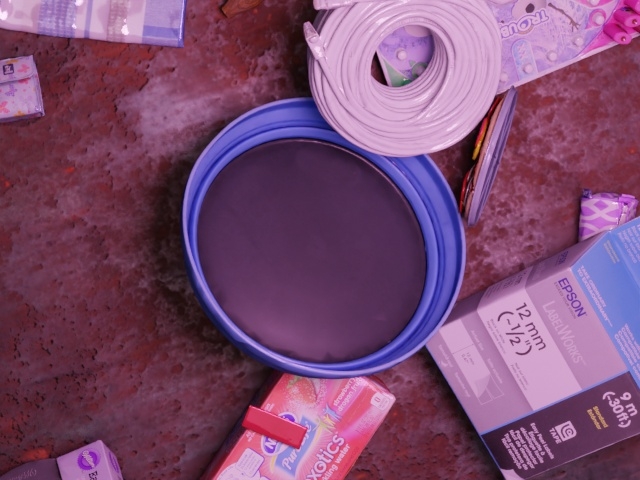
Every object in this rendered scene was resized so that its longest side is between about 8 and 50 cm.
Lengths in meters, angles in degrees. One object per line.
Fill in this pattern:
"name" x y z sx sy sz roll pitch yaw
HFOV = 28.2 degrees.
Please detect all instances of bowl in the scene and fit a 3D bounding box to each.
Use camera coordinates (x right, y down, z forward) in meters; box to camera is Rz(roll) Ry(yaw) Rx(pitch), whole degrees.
"bowl" 0.000 0.000 1.698 0.391 0.077 0.391 7 67 -17

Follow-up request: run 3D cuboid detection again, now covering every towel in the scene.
"towel" -0.319 -0.380 1.743 0.285 0.034 0.209 6 94 -6

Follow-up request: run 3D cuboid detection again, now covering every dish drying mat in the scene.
"dish drying mat" -0.060 0.246 1.679 0.083 0.008 0.032 22 92 -4

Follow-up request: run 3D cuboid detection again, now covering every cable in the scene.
"cable" 0.108 -0.236 1.667 0.257 0.089 0.257 -16 119 -7

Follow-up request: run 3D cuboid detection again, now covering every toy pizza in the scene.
"toy pizza" 0.224 -0.116 1.730 0.032 0.201 0.201 18 92 10

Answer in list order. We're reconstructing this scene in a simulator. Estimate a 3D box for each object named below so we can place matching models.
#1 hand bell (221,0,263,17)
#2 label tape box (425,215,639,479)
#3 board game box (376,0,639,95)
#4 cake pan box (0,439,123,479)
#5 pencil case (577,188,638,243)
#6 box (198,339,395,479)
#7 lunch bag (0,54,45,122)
"hand bell" -0.037 -0.386 1.744 0.242 0.126 0.126 -37 96 10
"label tape box" 0.351 0.150 1.733 0.348 0.115 0.249 -28 96 25
"board game box" 0.238 -0.379 1.705 0.390 0.050 0.390 -23 119 -2
"cake pan box" -0.366 0.424 1.710 0.246 0.070 0.267 -21 53 -4
"pencil case" 0.409 0.029 1.807 0.086 0.088 0.206 -3 97 -28
"box" -0.046 0.288 1.758 0.154 0.142 0.300 33 90 -6
"lunch bag" -0.419 -0.207 1.737 0.071 0.053 0.083 -9 86 -6
